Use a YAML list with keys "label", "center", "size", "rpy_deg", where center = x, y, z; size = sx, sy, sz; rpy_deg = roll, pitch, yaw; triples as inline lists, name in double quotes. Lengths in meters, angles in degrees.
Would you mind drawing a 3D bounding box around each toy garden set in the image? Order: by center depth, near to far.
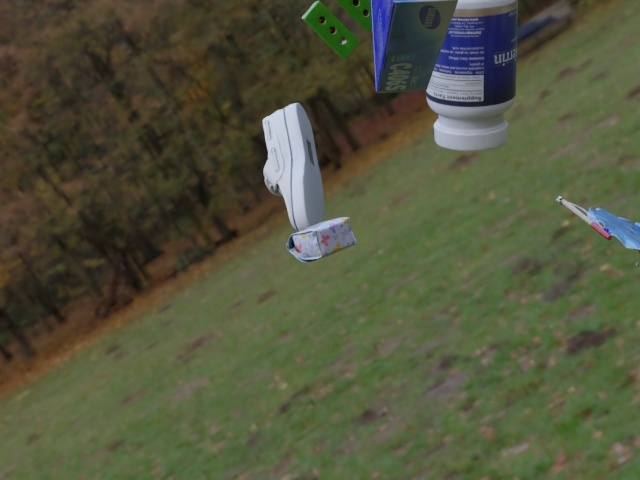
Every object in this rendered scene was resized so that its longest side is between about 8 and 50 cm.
- label: "toy garden set"
  center: [0.042, -0.483, 2.022]
  size: [0.244, 0.204, 0.049]
  rpy_deg: [-51, 21, -9]

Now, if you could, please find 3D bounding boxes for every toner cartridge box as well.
- label: "toner cartridge box"
  center: [0.109, -0.310, 1.399]
  size: [0.075, 0.165, 0.348]
  rpy_deg: [-4, -8, -1]

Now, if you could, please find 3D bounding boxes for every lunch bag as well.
- label: "lunch bag"
  center: [0.000, 0.000, 1.647]
  size: [0.071, 0.053, 0.083]
  rpy_deg: [-21, 9, -35]

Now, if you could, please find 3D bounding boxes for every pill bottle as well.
- label: "pill bottle"
  center: [0.252, -0.292, 1.892]
  size: [0.153, 0.264, 0.153]
  rpy_deg: [-3, 24, 1]

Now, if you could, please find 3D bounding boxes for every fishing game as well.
- label: "fishing game"
  center: [0.464, 0.008, 1.640]
  size: [0.041, 0.264, 0.189]
  rpy_deg: [-62, 31, 16]

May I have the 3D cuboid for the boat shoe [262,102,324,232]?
- label: "boat shoe"
  center: [-0.056, -0.117, 1.935]
  size: [0.088, 0.267, 0.096]
  rpy_deg: [-19, -30, 17]
